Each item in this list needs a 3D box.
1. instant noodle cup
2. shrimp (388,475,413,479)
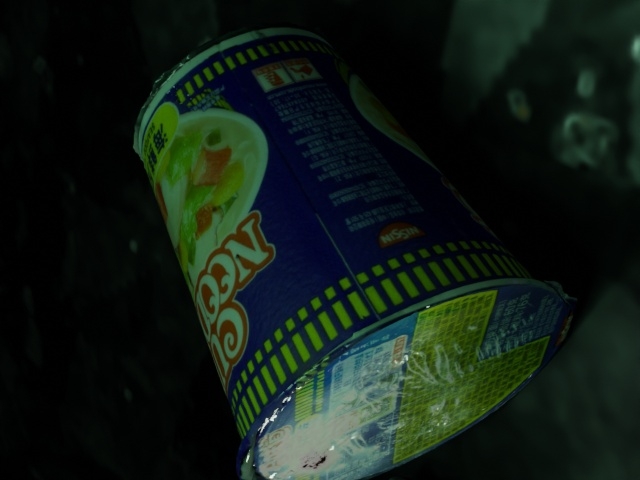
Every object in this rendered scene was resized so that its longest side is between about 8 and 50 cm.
[{"bbox_3d":[0.000,0.000,0.986,0.312,0.284,0.284,60,136,28],"label":"instant noodle cup"},{"bbox_3d":[0.104,0.318,1.090,0.090,0.079,0.233,-22,91,10],"label":"shrimp"}]
